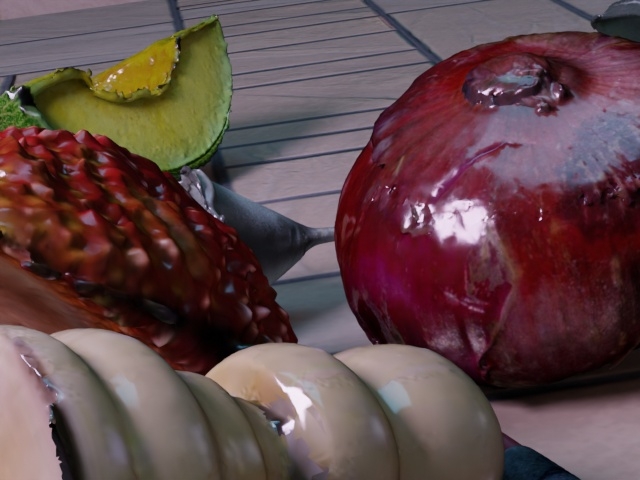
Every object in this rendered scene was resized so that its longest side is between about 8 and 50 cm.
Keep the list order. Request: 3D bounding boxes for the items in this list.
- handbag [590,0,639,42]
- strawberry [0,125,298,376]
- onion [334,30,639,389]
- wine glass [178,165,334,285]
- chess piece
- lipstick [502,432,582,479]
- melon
[{"bbox_3d":[0.310,-0.073,1.016,0.079,0.260,0.247,-50,18,0],"label":"handbag"},{"bbox_3d":[-0.110,0.004,0.860,0.233,0.138,0.306,19,-19,1],"label":"strawberry"},{"bbox_3d":[0.126,-0.023,0.981,0.246,0.190,0.246,-15,31,9],"label":"onion"},{"bbox_3d":[0.000,0.000,1.125,0.183,0.122,0.122,-6,15,-17],"label":"wine glass"},{"bbox_3d":[-0.031,0.101,0.718,0.261,0.143,0.142,1,8,-39],"label":"chess piece"},{"bbox_3d":[0.119,0.123,0.732,0.053,0.053,0.234,-12,16,-17],"label":"lipstick"},{"bbox_3d":[-0.196,-0.091,1.513,0.169,0.129,0.265,-23,6,42],"label":"melon"}]
